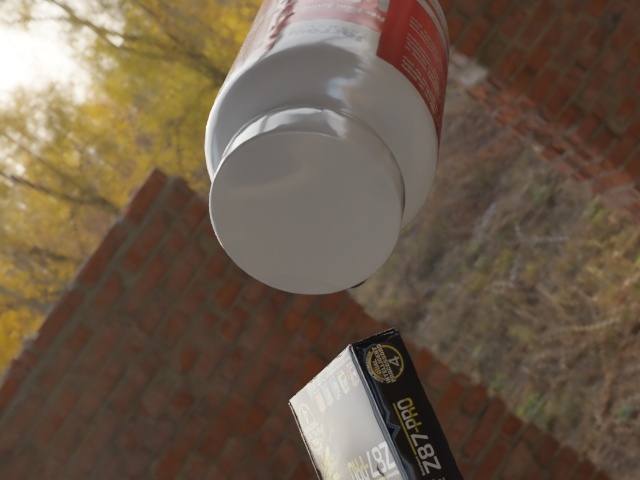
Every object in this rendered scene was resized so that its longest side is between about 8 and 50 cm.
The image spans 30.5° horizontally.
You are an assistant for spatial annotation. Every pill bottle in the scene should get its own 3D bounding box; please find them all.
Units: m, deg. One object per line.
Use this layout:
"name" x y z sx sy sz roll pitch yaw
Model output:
"pill bottle" 0.012 -0.129 1.202 0.229 0.229 0.407 -50 14 30

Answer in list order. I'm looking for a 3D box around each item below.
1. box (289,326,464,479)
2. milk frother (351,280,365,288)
"box" 0.089 0.347 1.897 0.097 0.318 0.395 -19 -13 -23
"milk frother" 0.000 0.000 1.891 0.135 0.143 0.129 -2 55 54
